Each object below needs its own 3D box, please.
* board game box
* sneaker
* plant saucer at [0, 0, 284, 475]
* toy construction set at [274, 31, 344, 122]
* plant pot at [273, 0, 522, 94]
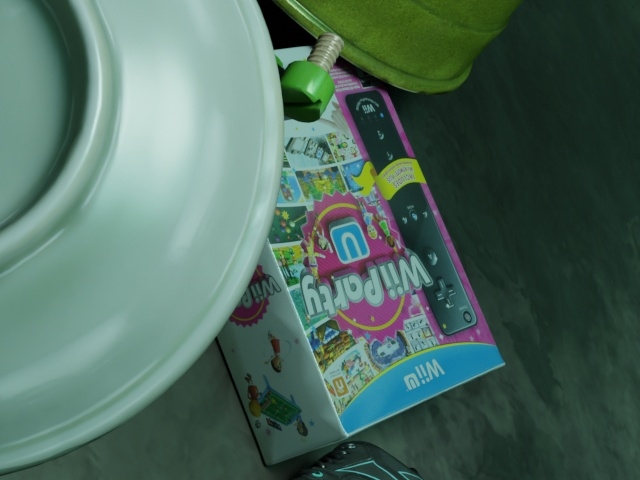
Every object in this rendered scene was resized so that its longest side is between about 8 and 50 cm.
[{"bbox_3d":[0.000,0.000,1.224,0.224,0.097,0.303,-17,83,-50],"label":"board game box"},{"bbox_3d":[0.005,0.206,1.134,0.267,0.101,0.106,24,41,-47],"label":"sneaker"},{"bbox_3d":[-0.219,-0.070,0.826,0.400,0.100,0.400,0,78,-2],"label":"plant saucer"},{"bbox_3d":[-0.200,-0.085,0.960,0.309,0.257,0.237,36,58,-18],"label":"toy construction set"},{"bbox_3d":[0.115,-0.376,1.281,0.366,0.353,0.366,35,30,-24],"label":"plant pot"}]
